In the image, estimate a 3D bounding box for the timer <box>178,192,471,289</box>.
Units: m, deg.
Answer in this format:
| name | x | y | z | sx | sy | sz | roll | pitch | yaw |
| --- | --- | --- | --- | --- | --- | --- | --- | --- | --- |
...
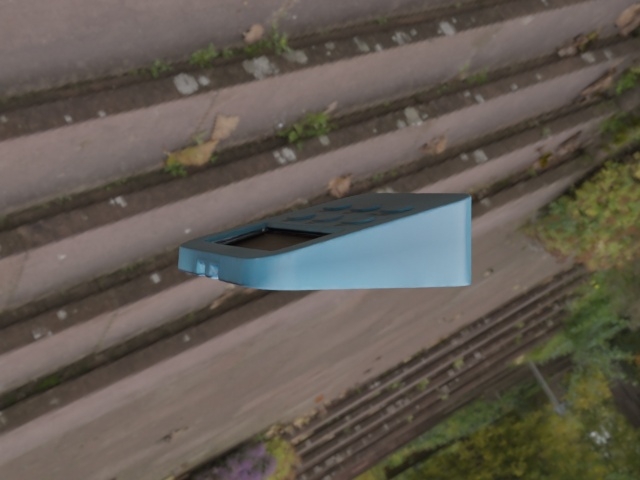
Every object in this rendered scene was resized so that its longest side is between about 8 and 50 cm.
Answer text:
| name | x | y | z | sx | sy | sz | roll | pitch | yaw |
| --- | --- | --- | --- | --- | --- | --- | --- | --- | --- |
| timer | 0.000 | 0.000 | 0.855 | 0.249 | 0.091 | 0.232 | -4 | -174 | -30 |
